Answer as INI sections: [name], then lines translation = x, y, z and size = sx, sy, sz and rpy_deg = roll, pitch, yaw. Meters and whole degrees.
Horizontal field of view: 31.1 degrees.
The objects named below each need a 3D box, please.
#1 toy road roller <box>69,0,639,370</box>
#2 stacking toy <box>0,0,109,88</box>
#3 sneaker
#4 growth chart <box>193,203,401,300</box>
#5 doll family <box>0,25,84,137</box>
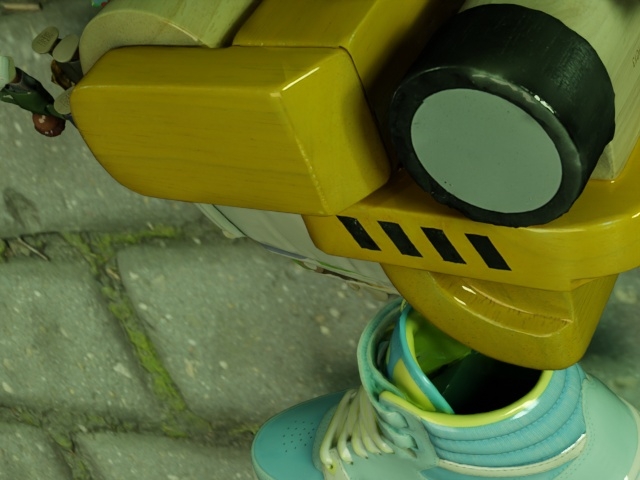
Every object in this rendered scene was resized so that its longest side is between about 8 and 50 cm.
[toy road roller]
translation = 0.054, -0.061, 0.639
size = 0.329, 0.202, 0.241
rpy_deg = 9, 139, 31
[stacking toy]
translation = -0.187, -0.206, 0.735
size = 0.221, 0.052, 0.167
rpy_deg = -19, 68, 45
[sneaker]
translation = 0.048, 0.109, 0.788
size = 0.319, 0.127, 0.208
rpy_deg = -10, 140, 32
[growth chart]
translation = 0.000, 0.000, 0.803
size = 0.237, 0.021, 0.172
rpy_deg = 18, 164, 24
[doll family]
translation = -0.150, -0.095, 0.834
size = 0.193, 0.076, 0.111
rpy_deg = 28, 165, 25
